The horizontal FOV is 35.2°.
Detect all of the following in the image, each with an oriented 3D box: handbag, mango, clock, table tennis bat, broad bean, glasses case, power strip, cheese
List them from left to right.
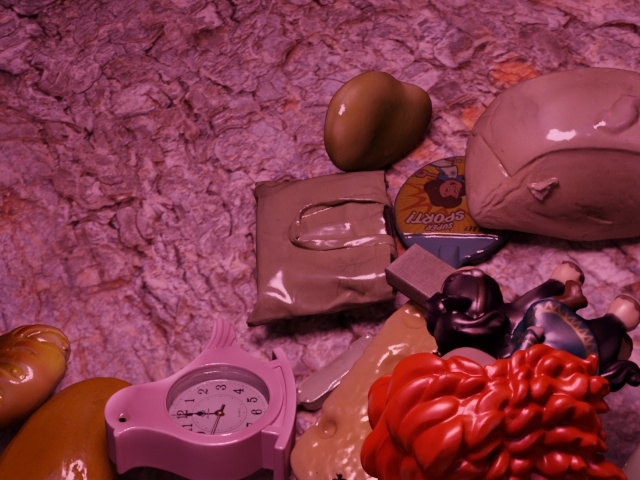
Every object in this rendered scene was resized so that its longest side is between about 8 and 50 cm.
[{"bbox_3d":[-0.393,0.347,1.508,0.195,0.142,0.331,-4,43,10],"label":"mango"},{"bbox_3d":[-0.173,0.232,1.515,0.276,0.080,0.290,1,33,-1],"label":"clock"},{"bbox_3d":[0.004,0.002,1.698,0.253,0.109,0.315,-10,45,10],"label":"handbag"},{"bbox_3d":[0.039,0.199,1.571,0.191,0.030,0.047,-35,49,-14],"label":"power strip"},{"bbox_3d":[0.086,-0.210,1.790,0.121,0.189,0.263,29,25,33],"label":"broad bean"},{"bbox_3d":[0.164,0.232,1.460,0.384,0.104,0.383,-8,50,10],"label":"cheese"},{"bbox_3d":[0.192,0.084,1.472,0.071,0.047,0.205,-38,54,-25],"label":"glasses case"},{"bbox_3d":[0.224,-0.022,1.702,0.215,0.044,0.329,2,50,15],"label":"table tennis bat"}]

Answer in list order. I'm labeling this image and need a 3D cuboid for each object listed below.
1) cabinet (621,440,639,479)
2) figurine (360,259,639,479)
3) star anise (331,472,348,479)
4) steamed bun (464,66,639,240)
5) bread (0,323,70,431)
[{"bbox_3d":[0.463,0.324,1.268,0.150,0.145,0.206,28,63,33],"label":"cabinet"},{"bbox_3d":[0.232,0.172,1.248,0.306,0.241,0.411,23,46,5],"label":"figurine"},{"bbox_3d":[0.096,0.409,1.316,0.272,0.102,0.271,0,92,7],"label":"star anise"},{"bbox_3d":[0.423,-0.153,1.605,0.384,0.236,0.247,2,49,9],"label":"steamed bun"},{"bbox_3d":[-0.504,0.217,1.630,0.213,0.104,0.213,-30,26,16],"label":"bread"}]
